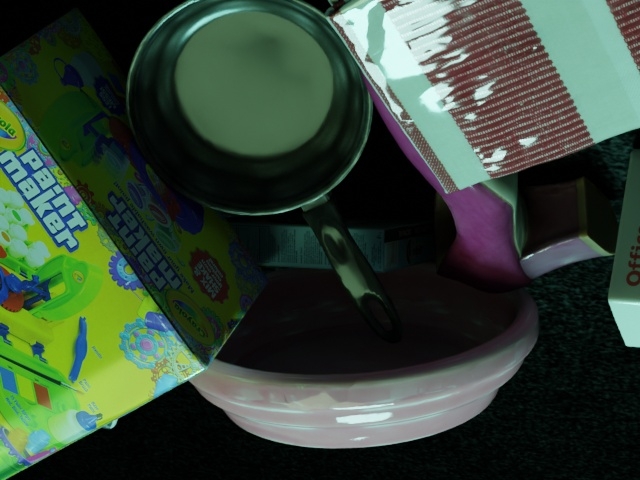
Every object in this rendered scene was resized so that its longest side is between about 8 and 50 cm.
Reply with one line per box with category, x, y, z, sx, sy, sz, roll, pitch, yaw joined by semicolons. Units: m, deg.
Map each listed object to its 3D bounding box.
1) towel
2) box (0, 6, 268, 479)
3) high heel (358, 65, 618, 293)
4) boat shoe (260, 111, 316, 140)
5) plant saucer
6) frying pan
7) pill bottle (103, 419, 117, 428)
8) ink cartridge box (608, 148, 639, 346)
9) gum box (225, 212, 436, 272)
towel;0.194;-0.152;1.102;0.329;0.037;0.237;-19;142;16
box;-0.252;0.014;1.387;0.279;0.177;0.290;-29;102;25
high heel;0.089;-0.051;1.359;0.181;0.127;0.377;-14;145;31
boat shoe;-0.106;-0.067;1.474;0.305;0.091;0.109;-13;142;43
plant saucer;0.033;0.103;1.508;0.332;0.332;0.084;3;108;22
frying pan;-0.005;-0.077;1.343;0.326;0.053;0.197;35;114;-15
pill bottle;-0.338;0.125;1.918;0.245;0.130;0.130;17;153;-6
ink cartridge box;0.344;0.009;1.329;0.203;0.148;0.086;2;152;23
gum box;0.000;0.000;1.521;0.184;0.041;0.157;3;-175;22
